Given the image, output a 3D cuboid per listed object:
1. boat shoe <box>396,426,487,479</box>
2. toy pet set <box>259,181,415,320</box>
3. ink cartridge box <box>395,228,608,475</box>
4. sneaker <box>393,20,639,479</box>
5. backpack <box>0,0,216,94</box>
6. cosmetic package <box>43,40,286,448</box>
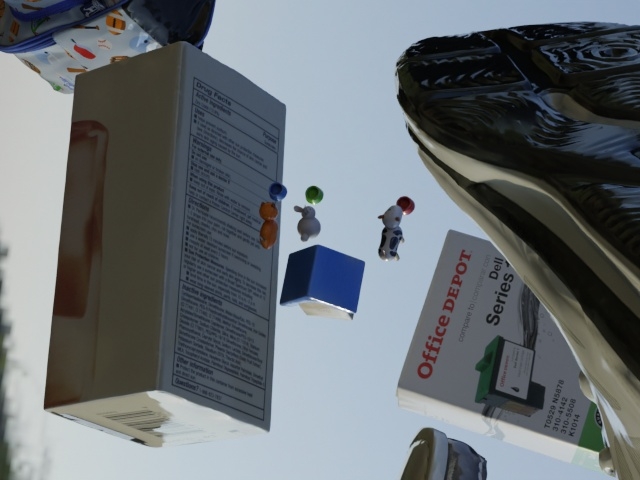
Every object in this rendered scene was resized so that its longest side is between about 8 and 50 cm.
[{"bbox_3d":[0.084,0.243,1.291,0.324,0.097,0.116,104,3,-52],"label":"boat shoe"},{"bbox_3d":[0.000,0.000,1.352,0.065,0.122,0.114,57,42,-63],"label":"toy pet set"},{"bbox_3d":[0.191,0.101,1.574,0.092,0.219,0.160,77,31,-74],"label":"ink cartridge box"},{"bbox_3d":[0.148,0.054,0.895,0.447,0.169,0.257,-124,-152,-62],"label":"sneaker"},{"bbox_3d":[-0.235,-0.281,1.849,0.263,0.213,0.276,-24,-140,42],"label":"backpack"},{"bbox_3d":[-0.124,0.008,1.446,0.129,0.153,0.296,-12,-116,34],"label":"cosmetic package"}]
